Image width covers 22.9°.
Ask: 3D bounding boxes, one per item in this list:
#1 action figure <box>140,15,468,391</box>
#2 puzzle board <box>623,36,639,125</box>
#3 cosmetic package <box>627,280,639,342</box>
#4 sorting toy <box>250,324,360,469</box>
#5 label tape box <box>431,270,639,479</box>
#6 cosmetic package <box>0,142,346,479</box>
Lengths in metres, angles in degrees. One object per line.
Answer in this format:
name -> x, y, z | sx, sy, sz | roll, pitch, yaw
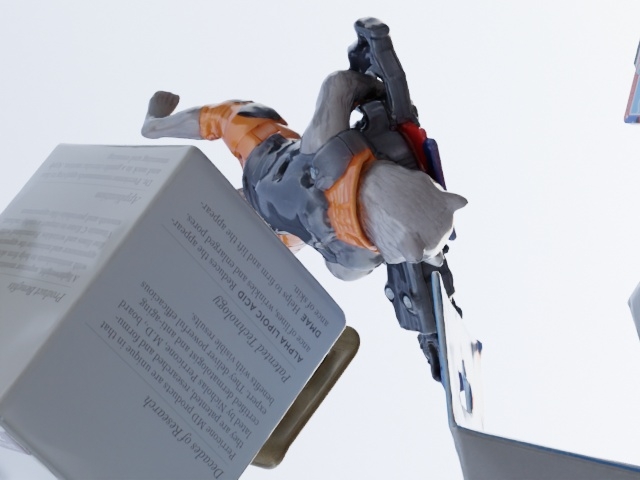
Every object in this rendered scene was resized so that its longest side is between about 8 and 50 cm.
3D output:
action figure -> 0.000, 0.000, 1.342 | 0.178, 0.330, 0.341 | -28, -74, -34
puzzle board -> 0.140, -0.100, 0.519 | 0.011, 0.096, 0.128 | 15, -91, -23
cosmetic package -> 0.396, -0.036, 0.893 | 0.284, 0.377, 0.097 | 24, -155, -9
sorting toy -> -0.134, 0.143, 1.844 | 0.229, 0.307, 0.041 | -54, -32, -44
label tape box -> 0.144, 0.193, 0.767 | 0.249, 0.115, 0.348 | 53, -153, -75
cosmetic package -> -0.117, 0.060, 0.890 | 0.151, 0.151, 0.184 | 49, -115, -30
